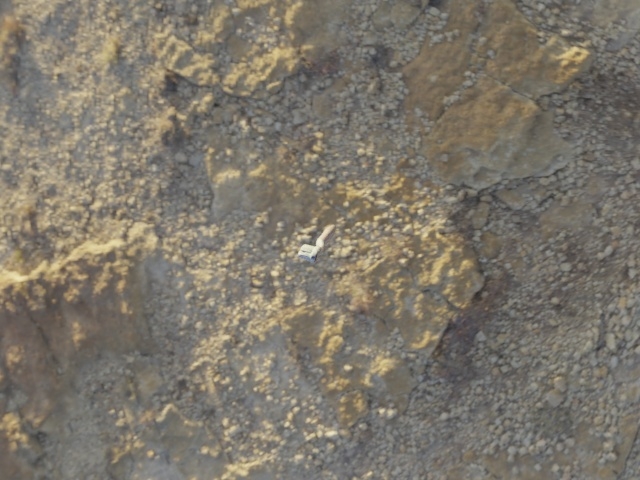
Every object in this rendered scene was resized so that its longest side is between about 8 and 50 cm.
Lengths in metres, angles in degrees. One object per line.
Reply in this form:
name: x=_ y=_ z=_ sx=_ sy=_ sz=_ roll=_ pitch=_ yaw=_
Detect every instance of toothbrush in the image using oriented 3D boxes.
toothbrush: x=0.000 y=0.000 z=1.186 sx=0.030 sy=0.307 sz=0.025 roll=15 pitch=100 yaw=5
